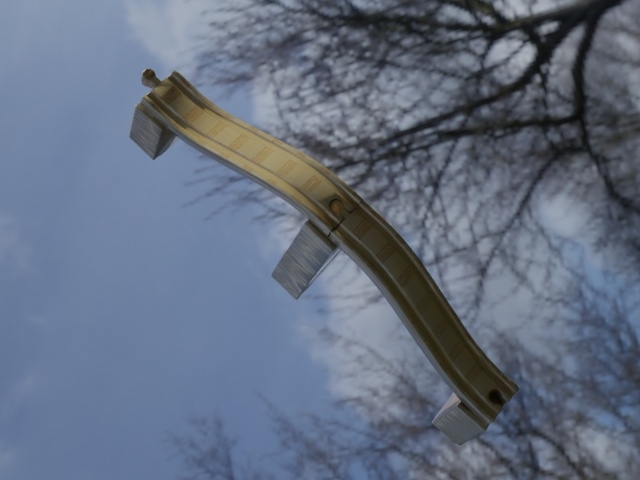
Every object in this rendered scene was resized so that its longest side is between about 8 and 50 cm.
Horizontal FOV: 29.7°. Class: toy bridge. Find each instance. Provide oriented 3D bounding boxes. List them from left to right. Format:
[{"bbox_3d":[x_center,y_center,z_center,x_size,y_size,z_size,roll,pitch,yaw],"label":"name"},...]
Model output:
[{"bbox_3d":[0.000,0.000,0.458,0.188,0.063,0.026,43,-115,4],"label":"toy bridge"}]
